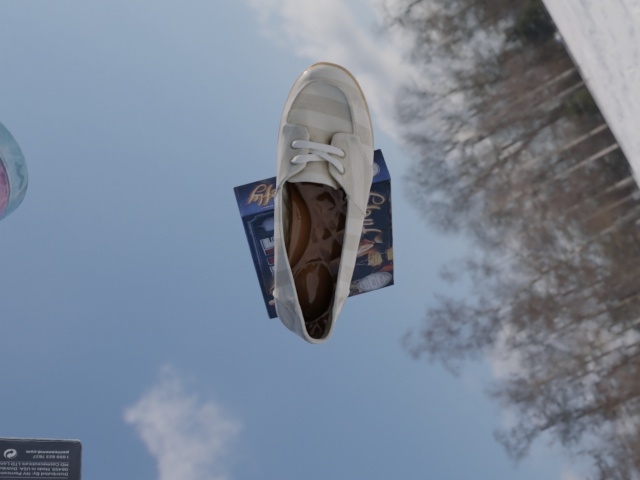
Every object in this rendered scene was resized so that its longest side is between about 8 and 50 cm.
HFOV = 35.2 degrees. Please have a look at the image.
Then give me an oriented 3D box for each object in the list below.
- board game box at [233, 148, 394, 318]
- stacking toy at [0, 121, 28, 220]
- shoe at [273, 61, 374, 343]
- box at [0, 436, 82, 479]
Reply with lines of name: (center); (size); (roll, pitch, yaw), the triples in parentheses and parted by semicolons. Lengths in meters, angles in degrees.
board game box: (0.000, 0.000, 1.162); (0.243, 0.165, 0.042); (80, 174, -59)
stacking toy: (-0.441, -0.060, 0.972); (0.279, 0.309, 0.130); (41, -146, -12)
shoe: (0.002, -0.025, 0.772); (0.058, 0.077, 0.219); (-103, 16, -76)
box: (-0.458, 0.524, 1.433); (0.212, 0.293, 0.395); (4, -142, -16)
